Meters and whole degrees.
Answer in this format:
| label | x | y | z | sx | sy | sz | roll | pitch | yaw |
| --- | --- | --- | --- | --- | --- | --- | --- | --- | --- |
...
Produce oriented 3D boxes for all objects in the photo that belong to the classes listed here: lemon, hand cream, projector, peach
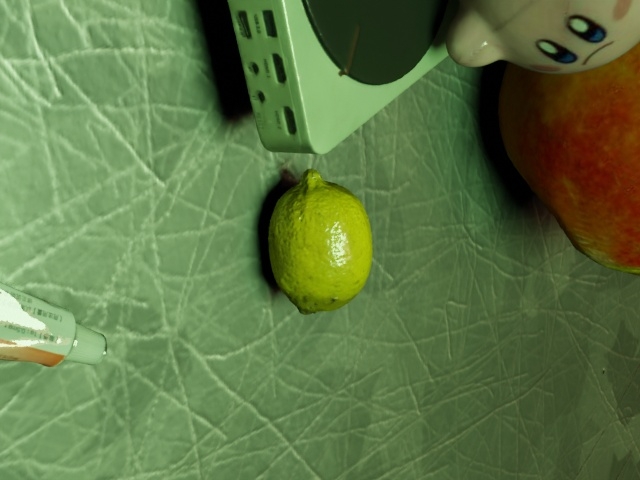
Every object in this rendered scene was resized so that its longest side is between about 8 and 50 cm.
| label | x | y | z | sx | sy | sz | roll | pitch | yaw |
| --- | --- | --- | --- | --- | --- | --- | --- | --- | --- |
| lemon | 0.000 | 0.000 | 0.860 | 0.082 | 0.082 | 0.110 | -11 | 104 | -47 |
| hand cream | -0.216 | 0.042 | 0.665 | 0.216 | 0.038 | 0.052 | 25 | 53 | -44 |
| projector | 0.014 | -0.225 | 0.806 | 0.259 | 0.079 | 0.257 | -43 | 130 | -47 |
| peach | 0.326 | -0.134 | 1.020 | 0.332 | 0.308 | 0.308 | -40 | 134 | 2 |

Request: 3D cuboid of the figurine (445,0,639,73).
| label | x | y | z | sx | sy | sz | roll | pitch | yaw |
| --- | --- | --- | --- | --- | --- | --- | --- | --- | --- |
| figurine | 0.180 | -0.206 | 0.846 | 0.173 | 0.173 | 0.173 | -16 | 112 | -46 |
